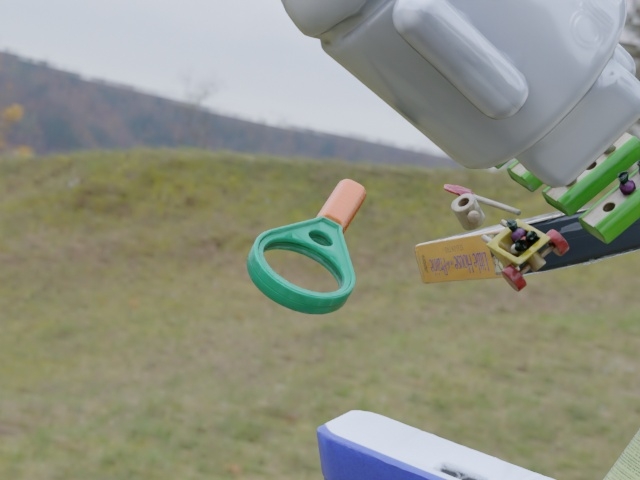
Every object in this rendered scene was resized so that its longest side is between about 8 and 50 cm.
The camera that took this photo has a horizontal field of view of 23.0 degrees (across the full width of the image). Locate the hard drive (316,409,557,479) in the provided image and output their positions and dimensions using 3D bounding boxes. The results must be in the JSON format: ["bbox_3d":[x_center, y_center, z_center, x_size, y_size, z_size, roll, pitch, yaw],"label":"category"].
[{"bbox_3d":[0.095,0.268,0.874,0.040,0.318,0.210,-22,24,-36],"label":"hard drive"}]

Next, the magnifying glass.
[{"bbox_3d":[0.000,0.000,1.377,0.092,0.026,0.231,27,30,3],"label":"magnifying glass"}]

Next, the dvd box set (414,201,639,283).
[{"bbox_3d":[0.317,-0.009,1.963,0.308,0.062,0.420,-13,0,-12],"label":"dvd box set"}]

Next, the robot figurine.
[{"bbox_3d":[0.107,-0.199,1.292,0.353,0.200,0.300,38,19,-17],"label":"robot figurine"}]

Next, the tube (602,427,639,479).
[{"bbox_3d":[0.388,0.281,1.908,0.062,0.240,0.070,34,2,6],"label":"tube"}]

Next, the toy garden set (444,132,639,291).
[{"bbox_3d":[0.222,-0.064,1.632,0.049,0.204,0.244,56,-9,-36],"label":"toy garden set"}]
